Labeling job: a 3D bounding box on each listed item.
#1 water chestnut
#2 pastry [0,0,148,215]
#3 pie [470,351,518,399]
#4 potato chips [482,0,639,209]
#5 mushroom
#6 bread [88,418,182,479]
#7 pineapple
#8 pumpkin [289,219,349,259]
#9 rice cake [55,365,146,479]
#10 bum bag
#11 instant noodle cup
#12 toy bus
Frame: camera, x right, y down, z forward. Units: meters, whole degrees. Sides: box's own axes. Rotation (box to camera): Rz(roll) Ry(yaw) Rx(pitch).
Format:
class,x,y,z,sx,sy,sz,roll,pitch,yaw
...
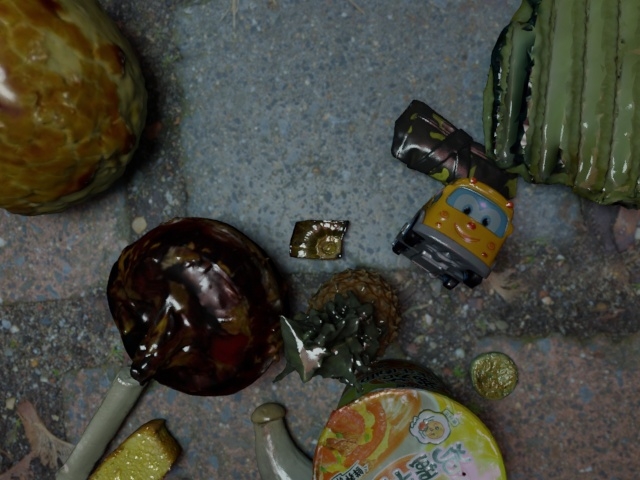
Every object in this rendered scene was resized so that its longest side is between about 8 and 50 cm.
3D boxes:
class,x,y,z,sx,sy,sz,roll,pitch,yaw
water chestnut,-0.193,0.108,0.638,0.300,0.300,0.299,0,92,6
pastry,-0.463,-0.222,0.619,0.389,0.312,0.388,-1,103,-6
pie,0.297,0.232,0.712,0.084,0.021,0.084,0,88,5
potato chips,0.438,-0.263,0.638,0.359,0.070,0.429,5,88,-1
mushroom,-0.041,0.412,0.717,0.118,0.103,0.270,-44,81,6
bread,-0.340,0.416,0.767,0.103,0.065,0.187,42,94,2
pineapple,0.036,0.125,0.580,0.169,0.340,0.169,0,90,10
pumpkin,-0.001,-0.001,0.733,0.101,0.035,0.073,4,81,9
rice cake,-0.405,0.347,0.777,0.057,0.052,0.256,33,95,1
bum bag,0.221,-0.134,0.689,0.233,0.060,0.106,35,93,4
instant noodle cup,0.126,0.316,0.643,0.265,0.200,0.264,0,93,7
toy bus,0.199,-0.014,0.627,0.126,0.209,0.136,35,85,5
